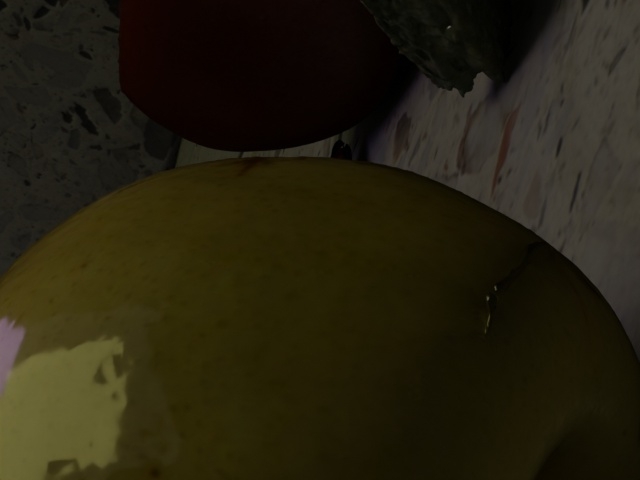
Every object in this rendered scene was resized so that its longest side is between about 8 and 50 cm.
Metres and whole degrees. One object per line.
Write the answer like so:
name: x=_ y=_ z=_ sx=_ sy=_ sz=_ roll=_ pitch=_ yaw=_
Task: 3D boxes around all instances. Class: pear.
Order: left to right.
pear: x=-0.011 y=0.112 z=0.672 sx=0.309 sy=0.309 sz=0.309 roll=-163 pitch=90 yaw=-79

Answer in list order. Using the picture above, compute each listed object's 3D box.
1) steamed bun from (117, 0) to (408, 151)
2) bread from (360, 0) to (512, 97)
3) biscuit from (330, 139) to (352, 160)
steamed bun: x=-0.028 y=-0.237 z=1.396 sx=0.379 sy=0.248 sz=0.235 roll=103 pitch=-179 yaw=-60
bread: x=0.079 y=-0.177 z=1.073 sx=0.232 sy=0.064 sz=0.173 roll=-29 pitch=-71 yaw=-58
biscuit: x=-0.003 y=0.006 z=1.392 sx=0.151 sy=0.063 sz=0.235 roll=-59 pitch=9 yaw=12
